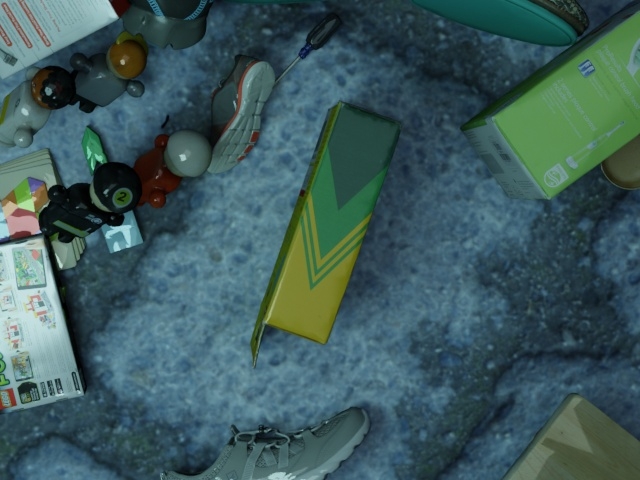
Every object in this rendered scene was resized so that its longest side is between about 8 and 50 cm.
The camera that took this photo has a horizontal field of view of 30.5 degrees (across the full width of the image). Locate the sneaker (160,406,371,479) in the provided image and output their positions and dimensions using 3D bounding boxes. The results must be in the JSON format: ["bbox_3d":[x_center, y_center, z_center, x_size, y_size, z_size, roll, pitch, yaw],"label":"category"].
[{"bbox_3d":[-0.068,0.271,1.463,0.281,0.105,0.115,-28,83,-11],"label":"sneaker"}]

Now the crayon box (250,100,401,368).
[{"bbox_3d":[0.000,0.000,1.408,0.081,0.202,0.318,19,93,-5],"label":"crayon box"}]

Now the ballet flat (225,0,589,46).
[{"bbox_3d":[0.096,-0.359,1.424,0.483,0.164,0.182,8,83,-1],"label":"ballet flat"}]

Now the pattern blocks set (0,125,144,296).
[{"bbox_3d":[-0.401,-0.020,1.466,0.325,0.026,0.285,-29,95,-2],"label":"pattern blocks set"}]

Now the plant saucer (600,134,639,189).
[{"bbox_3d":[0.400,-0.108,1.520,0.083,0.015,0.083,0,94,-4],"label":"plant saucer"}]

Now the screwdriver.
[{"bbox_3d":[-0.034,-0.220,1.483,0.025,0.024,0.170,40,92,24],"label":"screwdriver"}]

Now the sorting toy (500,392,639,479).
[{"bbox_3d":[0.336,0.364,1.504,0.257,0.089,0.255,39,90,-4],"label":"sorting toy"}]

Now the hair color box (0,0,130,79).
[{"bbox_3d":[-0.312,-0.263,1.333,0.167,0.053,0.093,-23,111,18],"label":"hair color box"}]

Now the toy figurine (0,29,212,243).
[{"bbox_3d":[-0.254,-0.122,1.368,0.148,0.213,0.209,-26,93,40],"label":"toy figurine"}]

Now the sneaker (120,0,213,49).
[{"bbox_3d":[-0.269,-0.362,1.378,0.341,0.125,0.139,27,125,0],"label":"sneaker"}]

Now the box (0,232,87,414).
[{"bbox_3d":[-0.368,0.102,1.448,0.114,0.036,0.207,-12,99,-3],"label":"box"}]

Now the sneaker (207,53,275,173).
[{"bbox_3d":[-0.111,-0.160,1.472,0.065,0.061,0.158,35,105,34],"label":"sneaker"}]

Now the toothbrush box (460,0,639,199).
[{"bbox_3d":[0.329,-0.177,1.417,0.283,0.206,0.122,-35,94,-1],"label":"toothbrush box"}]

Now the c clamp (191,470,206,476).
[{"bbox_3d":[-0.150,0.371,1.508,0.161,0.022,0.137,35,85,-4],"label":"c clamp"}]
